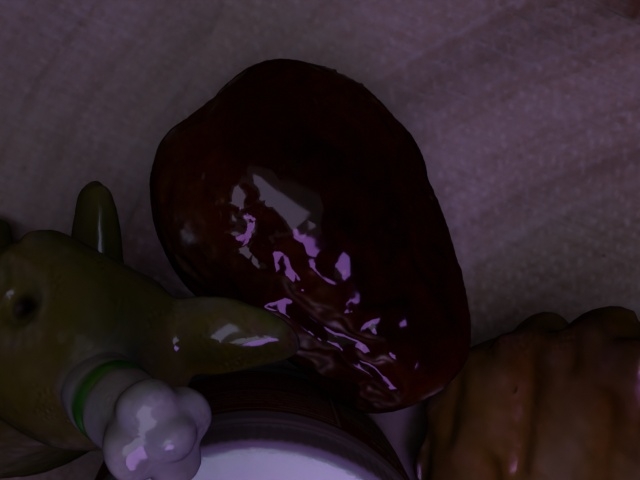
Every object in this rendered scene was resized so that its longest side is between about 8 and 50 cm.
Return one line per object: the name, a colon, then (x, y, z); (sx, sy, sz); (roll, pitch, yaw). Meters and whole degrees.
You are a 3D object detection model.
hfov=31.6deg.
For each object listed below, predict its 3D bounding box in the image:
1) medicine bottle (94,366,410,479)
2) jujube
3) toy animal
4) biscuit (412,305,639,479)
medicine bottle: (-0.047, 0.228, 0.771); (0.253, 0.241, 0.252); (0, 95, -3)
jujube: (0.000, 0.000, 0.789); (0.190, 0.190, 0.255); (-33, 101, -1)
toy animal: (-0.165, 0.056, 0.701); (0.181, 0.363, 0.180); (-35, 98, -39)
biscuit: (0.214, 0.202, 0.790); (0.326, 0.107, 0.325); (9, 105, 38)
